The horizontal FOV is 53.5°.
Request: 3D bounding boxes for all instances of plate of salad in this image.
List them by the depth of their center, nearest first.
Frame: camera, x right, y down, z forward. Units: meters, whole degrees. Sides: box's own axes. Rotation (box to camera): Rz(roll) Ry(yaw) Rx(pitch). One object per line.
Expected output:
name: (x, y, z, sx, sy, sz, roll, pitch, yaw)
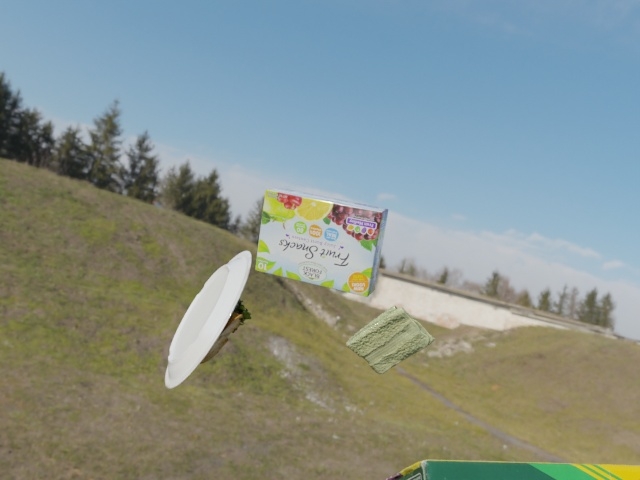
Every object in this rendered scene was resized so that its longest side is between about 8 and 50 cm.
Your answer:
plate of salad: (-0.138, 0.103, 0.818, 0.048, 0.200, 0.200, 32, -9, -18)

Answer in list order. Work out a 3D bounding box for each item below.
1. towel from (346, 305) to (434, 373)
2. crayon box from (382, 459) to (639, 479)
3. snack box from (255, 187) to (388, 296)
towel: (0.131, 0.192, 1.212, 0.110, 0.148, 0.027, 43, 30, -16)
crayon box: (0.195, 0.360, 0.765, 0.313, 0.106, 0.363, 8, -33, -15)
snack box: (0.000, 0.000, 0.740, 0.141, 0.100, 0.037, 12, 14, 17)
